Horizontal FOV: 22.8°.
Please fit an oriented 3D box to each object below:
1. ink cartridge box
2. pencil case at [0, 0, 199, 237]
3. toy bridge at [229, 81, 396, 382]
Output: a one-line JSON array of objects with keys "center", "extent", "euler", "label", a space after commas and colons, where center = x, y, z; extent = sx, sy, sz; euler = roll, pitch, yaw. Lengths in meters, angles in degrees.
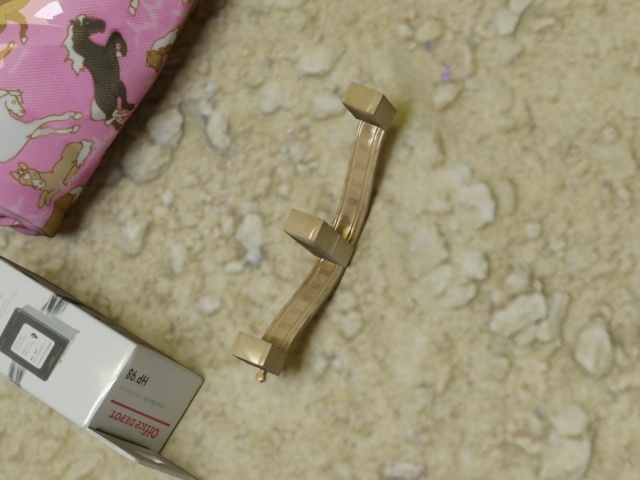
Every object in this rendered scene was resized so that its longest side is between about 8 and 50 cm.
[{"center": [-0.146, 0.076, 0.985], "extent": [0.180, 0.104, 0.060], "euler": [29, 85, 25], "label": "ink cartridge box"}, {"center": [-0.157, -0.195, 1.041], "extent": [0.386, 0.167, 0.160], "euler": [-59, 32, -3], "label": "pencil case"}, {"center": [0.000, 0.000, 0.973], "extent": [0.026, 0.063, 0.188], "euler": [20, 81, 25], "label": "toy bridge"}]
